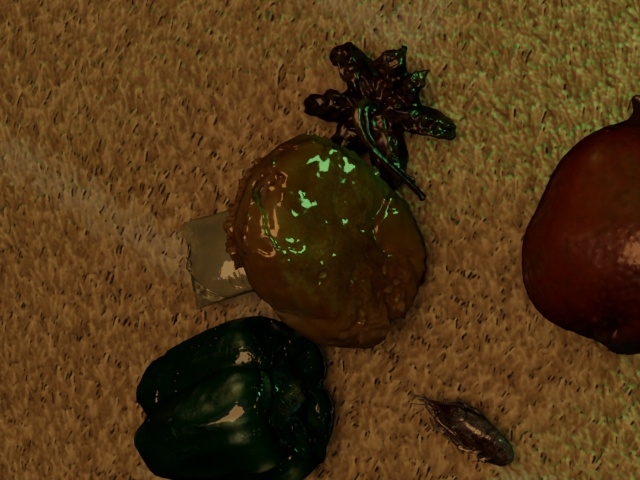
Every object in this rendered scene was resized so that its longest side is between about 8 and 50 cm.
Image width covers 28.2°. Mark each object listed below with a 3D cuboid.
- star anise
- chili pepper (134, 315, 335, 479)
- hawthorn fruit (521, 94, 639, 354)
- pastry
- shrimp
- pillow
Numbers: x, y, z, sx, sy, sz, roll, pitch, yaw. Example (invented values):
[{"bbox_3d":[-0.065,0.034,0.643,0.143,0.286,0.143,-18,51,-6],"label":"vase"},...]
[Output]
[{"bbox_3d":[0.078,-0.182,1.778,0.220,0.126,0.190,22,90,19],"label":"star anise"},{"bbox_3d":[-0.123,0.234,1.765,0.257,0.248,0.233,-18,55,20],"label":"chili pepper"},{"bbox_3d":[0.389,0.001,1.605,0.295,0.295,0.311,-12,49,15],"label":"hawthorn fruit"},{"bbox_3d":[0.000,0.000,1.718,0.162,0.311,0.255,-1,47,53],"label":"pastry"},{"bbox_3d":[0.196,0.255,1.754,0.165,0.065,0.056,33,64,20],"label":"shrimp"},{"bbox_3d":[-0.104,0.014,1.842,0.181,0.078,0.134,-15,84,13],"label":"pillow"}]
